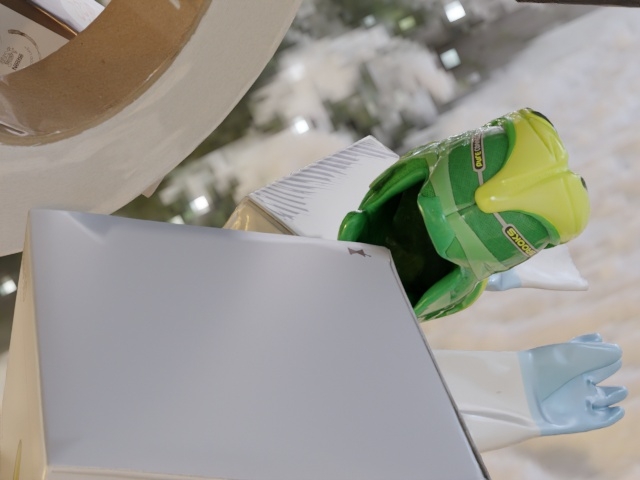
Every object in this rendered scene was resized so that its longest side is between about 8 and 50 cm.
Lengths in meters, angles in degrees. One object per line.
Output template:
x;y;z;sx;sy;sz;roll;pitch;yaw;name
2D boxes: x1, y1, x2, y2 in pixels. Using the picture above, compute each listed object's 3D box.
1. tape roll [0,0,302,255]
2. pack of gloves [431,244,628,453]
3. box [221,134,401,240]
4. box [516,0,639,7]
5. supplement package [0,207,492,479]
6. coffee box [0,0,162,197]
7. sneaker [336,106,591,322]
-0.157;-0.161;1.173;0.392;0.392;0.072;-33;58;-24;tape roll
0.158;0.052;1.471;0.046;0.195;0.232;-29;-17;37;pack of gloves
0.000;0.000;1.661;0.113;0.094;0.275;-55;-10;23;box
0.252;-0.345;1.330;0.179;0.343;0.312;-27;21;-28;box
-0.051;0.110;0.960;0.204;0.145;0.262;6;23;-13;supplement package
-0.230;-0.162;1.811;0.098;0.246;0.141;-54;10;15;coffee box
0.056;-0.006;1.185;0.123;0.109;0.295;-21;-8;-19;sneaker
